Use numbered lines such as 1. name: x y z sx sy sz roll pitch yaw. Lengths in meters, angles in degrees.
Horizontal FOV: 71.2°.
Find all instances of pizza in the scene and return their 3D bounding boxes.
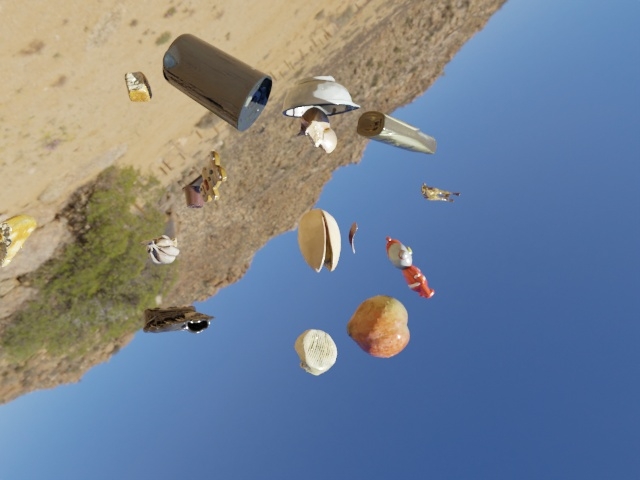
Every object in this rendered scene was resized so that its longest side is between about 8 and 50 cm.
1. pizza: -1.011 -0.002 1.449 0.193 0.069 0.154 -57 -168 9

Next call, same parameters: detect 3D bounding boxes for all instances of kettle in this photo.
1. kettle: -0.326 -0.542 1.487 0.262 0.308 0.203 -56 177 -41

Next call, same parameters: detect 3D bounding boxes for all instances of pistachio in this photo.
1. pistachio: 0.000 0.000 2.049 0.214 0.194 0.318 112 -30 -50

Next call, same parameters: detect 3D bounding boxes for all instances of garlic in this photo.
1. garlic: -0.693 0.034 1.925 0.131 0.127 0.194 -15 166 8
2. garlic: -0.009 -0.403 1.661 0.124 0.174 0.099 -42 -157 -16

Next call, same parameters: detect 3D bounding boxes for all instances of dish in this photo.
1. dish: -0.011 -0.550 1.707 0.303 0.120 0.303 -5 -173 1

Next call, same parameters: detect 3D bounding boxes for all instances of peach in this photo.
1. peach: 0.196 0.301 1.567 0.233 0.232 0.232 -34 -161 13

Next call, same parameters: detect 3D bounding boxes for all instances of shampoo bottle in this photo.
1. shampoo bottle: 0.268 -0.345 1.467 0.126 0.084 0.350 16 -171 42

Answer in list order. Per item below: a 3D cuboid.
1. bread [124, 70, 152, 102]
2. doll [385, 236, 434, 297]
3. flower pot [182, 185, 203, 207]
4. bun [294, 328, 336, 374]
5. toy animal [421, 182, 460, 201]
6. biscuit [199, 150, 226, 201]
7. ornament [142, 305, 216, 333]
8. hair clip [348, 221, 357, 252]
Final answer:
1. bread: -0.610 -0.516 1.500 0.077 0.083 0.070 -11 168 -17
2. doll: 0.408 0.120 2.097 0.105 0.336 0.200 -36 180 -5
3. flower pot: -0.573 -0.194 2.032 0.111 0.089 0.111 -1 174 0
4. bun: -0.033 0.537 2.150 0.116 0.237 0.209 -32 -138 43
5. toy animal: 0.480 -0.202 1.899 0.149 0.276 0.054 11 -88 48
6. biscuit: -0.382 -0.203 1.544 0.031 0.138 0.205 -12 158 -36
7. ornament: -0.553 0.321 1.741 0.251 0.106 0.260 -1 180 -30
8. hair clip: 0.131 -0.010 1.800 0.022 0.137 0.054 -5 -140 -10
